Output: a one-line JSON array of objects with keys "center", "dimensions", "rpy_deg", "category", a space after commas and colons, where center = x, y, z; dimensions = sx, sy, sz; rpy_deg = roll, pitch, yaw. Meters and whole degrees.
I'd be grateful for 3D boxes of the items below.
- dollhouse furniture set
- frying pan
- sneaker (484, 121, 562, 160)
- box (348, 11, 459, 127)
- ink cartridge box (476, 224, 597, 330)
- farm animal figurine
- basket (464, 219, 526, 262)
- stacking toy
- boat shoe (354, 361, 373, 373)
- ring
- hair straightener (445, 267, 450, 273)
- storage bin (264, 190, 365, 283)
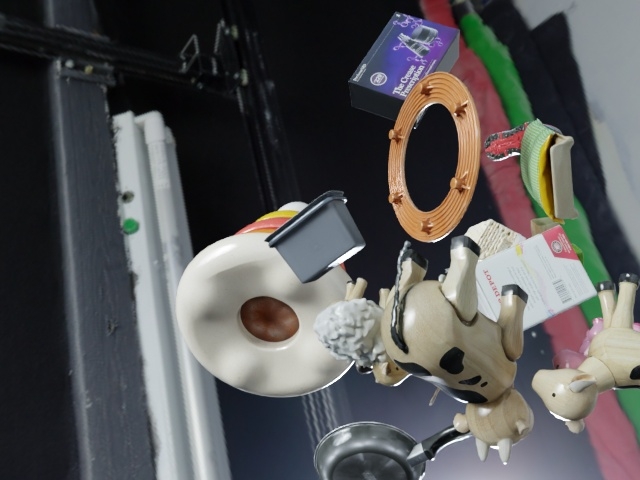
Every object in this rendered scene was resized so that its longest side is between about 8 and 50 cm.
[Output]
[{"center": [0.374, -0.054, 1.234], "dimensions": [0.197, 0.151, 0.301], "rpy_deg": [-94, -7, -73], "category": "dollhouse furniture set"}, {"center": [0.149, 0.393, 1.149], "dimensions": [0.053, 0.326, 0.197], "rpy_deg": [-79, -18, -60], "category": "frying pan"}, {"center": [0.619, -0.307, 1.972], "dimensions": [0.125, 0.262, 0.104], "rpy_deg": [-22, -76, -31], "category": "sneaker"}, {"center": [0.214, -0.435, 1.675], "dimensions": [0.184, 0.103, 0.261], "rpy_deg": [22, -113, 22], "category": "box"}, {"center": [0.332, 0.070, 1.076], "dimensions": [0.175, 0.072, 0.127], "rpy_deg": [-23, -99, -11], "category": "ink cartridge box"}, {"center": [0.190, 0.128, 0.679], "dimensions": [0.326, 0.330, 0.172], "rpy_deg": [28, -123, -18], "category": "farm animal figurine"}, {"center": [0.423, 0.021, 1.681], "dimensions": [0.103, 0.167, 0.113], "rpy_deg": [33, -100, -3], "category": "basket"}, {"center": [-0.063, 0.050, 1.369], "dimensions": [0.350, 0.350, 0.480], "rpy_deg": [40, -153, -13], "category": "stacking toy"}, {"center": [0.176, 0.229, 1.507], "dimensions": [0.112, 0.335, 0.095], "rpy_deg": [8, -114, -26], "category": "boat shoe"}, {"center": [0.209, -0.165, 1.319], "dimensions": [0.032, 0.336, 0.337], "rpy_deg": [2, -119, -21], "category": "ring"}, {"center": [0.355, 0.103, 1.700], "dimensions": [0.089, 0.230, 0.047], "rpy_deg": [35, -116, 12], "category": "hair straightener"}, {"center": [0.000, 0.000, 1.011], "dimensions": [0.091, 0.135, 0.098], "rpy_deg": [58, -161, 10], "category": "storage bin"}]
